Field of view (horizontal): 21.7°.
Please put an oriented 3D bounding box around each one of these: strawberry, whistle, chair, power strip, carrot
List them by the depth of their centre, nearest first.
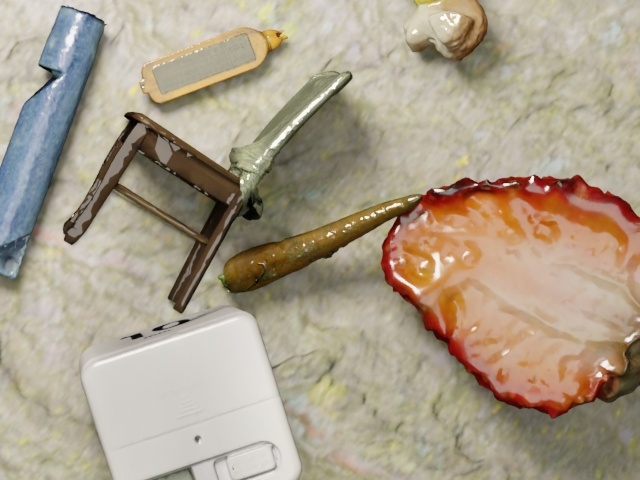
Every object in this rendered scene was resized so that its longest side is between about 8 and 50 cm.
[{"bbox_3d":[-0.128,-0.096,1.823,0.186,0.160,0.319,33,88,-9],"label":"chair"},{"bbox_3d":[-0.312,-0.108,1.841,0.062,0.062,0.304,20,88,-8],"label":"whistle"},{"bbox_3d":[0.000,0.000,1.860,0.254,0.049,0.049,-23,94,16],"label":"carrot"},{"bbox_3d":[-0.121,-0.203,1.886,0.178,0.028,0.049,-22,93,-8],"label":"power strip"},{"bbox_3d":[0.234,0.047,1.895,0.336,0.149,0.265,22,92,2],"label":"strawberry"}]

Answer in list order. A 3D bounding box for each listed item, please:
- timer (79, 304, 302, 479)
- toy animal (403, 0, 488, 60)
[{"bbox_3d":[-0.145,0.188,1.802,0.192,0.195,0.194,-18,94,-8],"label":"timer"},{"bbox_3d":[0.162,-0.308,1.897,0.184,0.104,0.185,-25,90,-15],"label":"toy animal"}]
